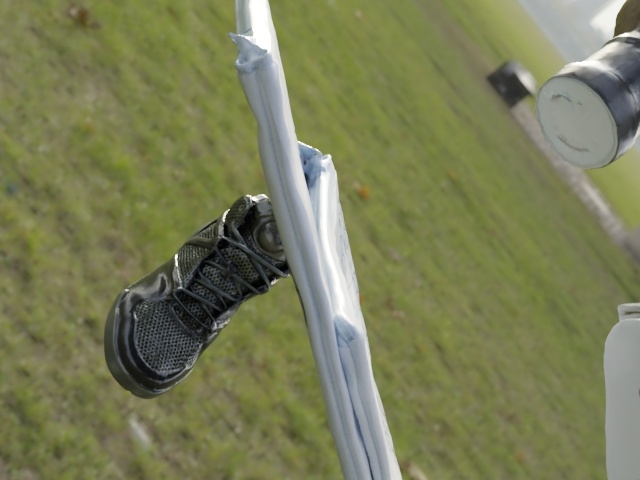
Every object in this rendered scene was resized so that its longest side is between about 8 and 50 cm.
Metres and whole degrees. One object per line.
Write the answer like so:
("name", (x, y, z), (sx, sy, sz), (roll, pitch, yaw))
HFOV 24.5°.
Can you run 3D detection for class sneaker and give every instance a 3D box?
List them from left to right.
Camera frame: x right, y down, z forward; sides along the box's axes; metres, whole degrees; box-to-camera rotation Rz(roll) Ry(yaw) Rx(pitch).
("sneaker", (-0.088, 0.033, 1.205), (0.087, 0.130, 0.227), (48, 40, -5))

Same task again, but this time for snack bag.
("snack bag", (0.000, 0.000, 0.925), (0.323, 0.037, 0.343), (-99, 175, -69))

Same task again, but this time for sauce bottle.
("sauce bottle", (0.287, -0.157, 1.059), (0.111, 0.344, 0.111), (36, -35, 31))

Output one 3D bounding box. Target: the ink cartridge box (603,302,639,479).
("ink cartridge box", (0.355, 0.165, 0.789), (0.160, 0.384, 0.279), (-5, -93, 62))
